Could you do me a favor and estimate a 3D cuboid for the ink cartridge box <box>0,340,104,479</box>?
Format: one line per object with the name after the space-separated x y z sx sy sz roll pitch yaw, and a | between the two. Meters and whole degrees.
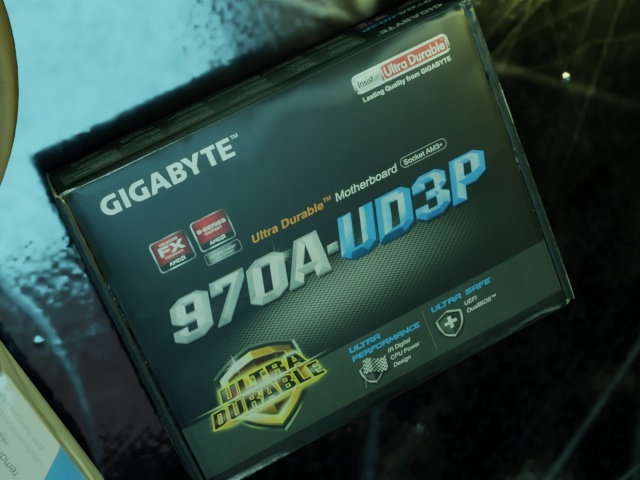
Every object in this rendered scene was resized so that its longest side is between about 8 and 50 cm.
-0.199 0.142 0.650 0.180 0.060 0.104 -35 113 -7 | ink cartridge box

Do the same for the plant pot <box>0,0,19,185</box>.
-0.240 -0.045 0.529 0.237 0.110 0.237 -3 118 -7 | plant pot

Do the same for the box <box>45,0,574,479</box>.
0.000 0.000 0.684 0.220 0.051 0.175 -26 112 -10 | box
